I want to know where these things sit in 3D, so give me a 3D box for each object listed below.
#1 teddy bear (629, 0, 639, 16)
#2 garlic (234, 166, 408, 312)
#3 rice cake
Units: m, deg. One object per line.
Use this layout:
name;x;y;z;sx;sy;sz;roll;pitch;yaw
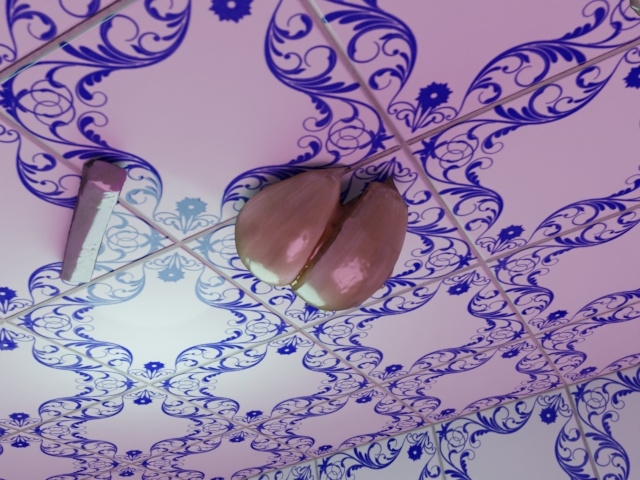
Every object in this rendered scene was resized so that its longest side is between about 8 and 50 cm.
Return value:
teddy bear;0.407;-0.414;0.764;0.362;0.375;0.328;16;105;12
garlic;0.000;0.000;1.309;0.313;0.286;0.249;-38;-179;44
rice cake;-0.435;-0.023;1.283;0.072;0.056;0.365;11;141;-23
